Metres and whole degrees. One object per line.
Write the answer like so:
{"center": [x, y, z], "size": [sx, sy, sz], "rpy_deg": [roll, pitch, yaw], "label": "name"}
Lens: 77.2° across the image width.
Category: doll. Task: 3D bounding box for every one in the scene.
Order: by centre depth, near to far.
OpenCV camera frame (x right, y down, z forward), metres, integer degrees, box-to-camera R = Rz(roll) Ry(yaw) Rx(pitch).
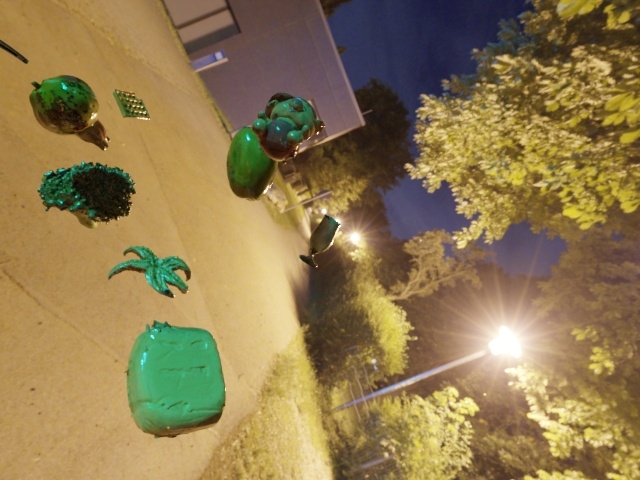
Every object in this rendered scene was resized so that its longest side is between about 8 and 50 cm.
{"center": [-0.103, -0.375, 1.297], "size": [0.196, 0.152, 0.256], "rpy_deg": [43, 46, -17], "label": "doll"}

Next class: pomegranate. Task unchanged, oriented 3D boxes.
{"center": [-0.888, -0.439, 1.431], "size": [0.221, 0.204, 0.277], "rpy_deg": [20, -50, 41], "label": "pomegranate"}

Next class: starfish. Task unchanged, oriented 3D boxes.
{"center": [-0.501, 0.087, 1.190], "size": [0.238, 0.071, 0.216], "rpy_deg": [36, 26, 24], "label": "starfish"}

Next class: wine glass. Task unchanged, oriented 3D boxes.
{"center": [0.000, 0.000, 1.595], "size": [0.092, 0.202, 0.093], "rpy_deg": [28, 13, -7], "label": "wine glass"}

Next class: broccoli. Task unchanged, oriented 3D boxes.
{"center": [-0.948, -0.194, 1.642], "size": [0.324, 0.272, 0.334], "rpy_deg": [42, 25, -32], "label": "broccoli"}

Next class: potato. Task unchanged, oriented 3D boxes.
{"center": [-0.285, -0.320, 1.676], "size": [0.216, 0.215, 0.305], "rpy_deg": [68, 27, -79], "label": "potato"}

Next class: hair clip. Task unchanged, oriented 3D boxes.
{"center": [-1.240, -0.758, 1.543], "size": [0.070, 0.039, 0.229], "rpy_deg": [60, 13, 16], "label": "hair clip"}

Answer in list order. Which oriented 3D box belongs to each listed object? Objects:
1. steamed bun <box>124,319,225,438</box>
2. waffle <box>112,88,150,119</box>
{"center": [-0.372, 0.350, 1.012], "size": [0.231, 0.166, 0.273], "rpy_deg": [4, 55, -41], "label": "steamed bun"}
{"center": [-0.602, -0.432, 1.283], "size": [0.135, 0.021, 0.092], "rpy_deg": [-64, 134, -74], "label": "waffle"}
